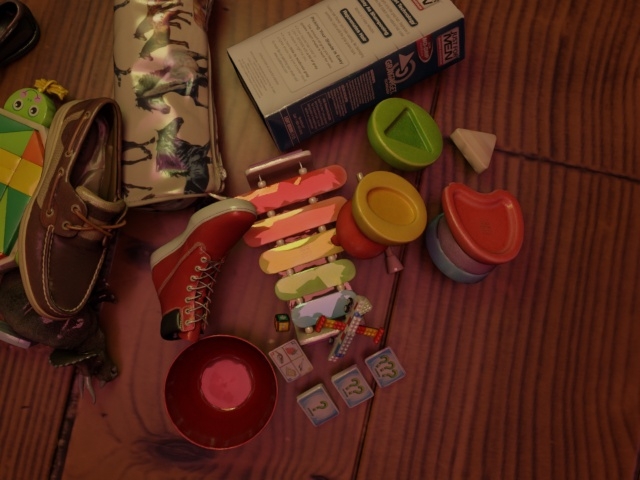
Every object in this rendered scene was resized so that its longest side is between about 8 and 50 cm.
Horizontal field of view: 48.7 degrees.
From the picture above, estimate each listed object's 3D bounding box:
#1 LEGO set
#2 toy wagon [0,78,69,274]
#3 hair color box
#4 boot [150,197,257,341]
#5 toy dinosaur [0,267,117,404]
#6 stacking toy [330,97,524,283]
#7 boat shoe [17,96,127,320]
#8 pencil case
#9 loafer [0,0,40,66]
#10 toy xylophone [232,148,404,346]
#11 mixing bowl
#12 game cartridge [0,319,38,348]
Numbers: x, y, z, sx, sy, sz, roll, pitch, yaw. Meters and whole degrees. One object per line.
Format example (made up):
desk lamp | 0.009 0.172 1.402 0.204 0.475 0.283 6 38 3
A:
LEGO set | 0.024 0.191 1.131 0.182 0.060 0.244 -28 122 0
toy wagon | -0.523 -0.115 1.148 0.267 0.068 0.344 23 87 15
hair color box | 0.043 -0.304 1.157 0.347 0.105 0.173 -27 61 -2
boot | -0.174 0.057 1.100 0.244 0.088 0.176 -37 53 34
toy dinosaur | -0.440 0.105 1.146 0.313 0.121 0.160 38 66 -2
stacking toy | 0.168 -0.070 1.170 0.309 0.130 0.279 15 57 -21
boat shoe | -0.354 -0.050 1.054 0.123 0.123 0.341 18 77 -45
pencil case | -0.240 -0.249 1.150 0.184 0.160 0.410 -2 88 -2
loafer | -0.599 -0.294 1.151 0.302 0.095 0.109 -42 94 -13
toy xylophone | 0.000 0.000 1.186 0.236 0.081 0.322 -26 89 -3
mixing bowl | -0.159 0.240 1.164 0.182 0.098 0.181 0 88 -2
game cartridge | -0.515 0.156 1.178 0.083 0.056 0.017 23 88 0
